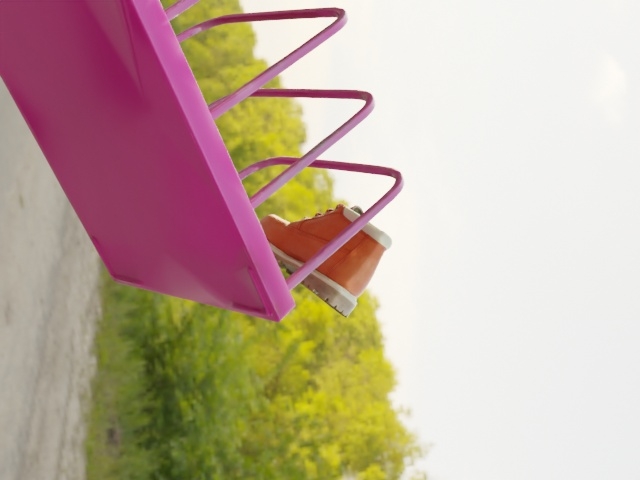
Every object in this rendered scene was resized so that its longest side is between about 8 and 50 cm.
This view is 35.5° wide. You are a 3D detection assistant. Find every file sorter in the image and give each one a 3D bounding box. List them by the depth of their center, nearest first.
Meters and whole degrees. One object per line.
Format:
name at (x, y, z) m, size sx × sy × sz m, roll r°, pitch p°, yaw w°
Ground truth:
file sorter at (-0.091, -0.124, 0.718) m, size 0.202 × 0.182 × 0.291 m, roll 9°, pitch -49°, yaw 45°

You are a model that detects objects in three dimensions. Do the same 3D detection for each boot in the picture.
boot at (0.000, 0.000, 0.874) m, size 0.059 × 0.085 × 0.158 m, roll 38°, pitch -4°, yaw -40°
